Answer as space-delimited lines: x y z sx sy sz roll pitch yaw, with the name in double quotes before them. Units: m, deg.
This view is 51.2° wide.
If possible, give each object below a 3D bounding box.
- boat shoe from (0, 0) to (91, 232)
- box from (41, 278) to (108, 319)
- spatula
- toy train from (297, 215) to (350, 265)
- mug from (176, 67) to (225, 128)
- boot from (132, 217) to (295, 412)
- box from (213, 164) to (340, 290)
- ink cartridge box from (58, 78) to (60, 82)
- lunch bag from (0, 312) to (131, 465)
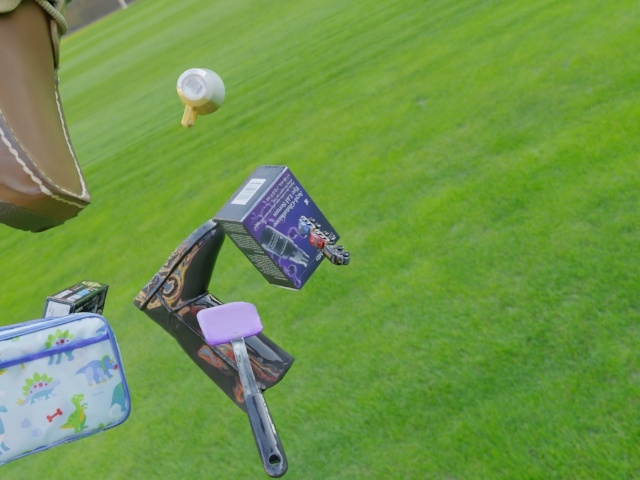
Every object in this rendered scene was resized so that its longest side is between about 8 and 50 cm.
"boat shoe" -0.217 -0.165 0.406 0.120 0.324 0.122 -29 -8 3
"box" -0.444 0.170 1.183 0.051 0.175 0.220 15 4 -5
"spatula" -0.094 0.180 0.874 0.084 0.030 0.296 -14 45 -14
"toy train" 0.000 0.000 1.125 0.036 0.027 0.158 -7 29 -27
"mug" -0.159 -0.191 0.879 0.062 0.078 0.064 -13 7 0
"boot" -0.245 0.206 1.829 0.367 0.445 0.146 -46 -2 23
"box" -0.084 -0.025 1.334 0.108 0.207 0.153 7 54 50
"ink cartridge box" -0.355 -0.169 0.630 0.097 0.207 0.046 -31 34 64
"lunch bag" -0.383 0.194 0.914 0.219 0.176 0.090 -12 2 -23
